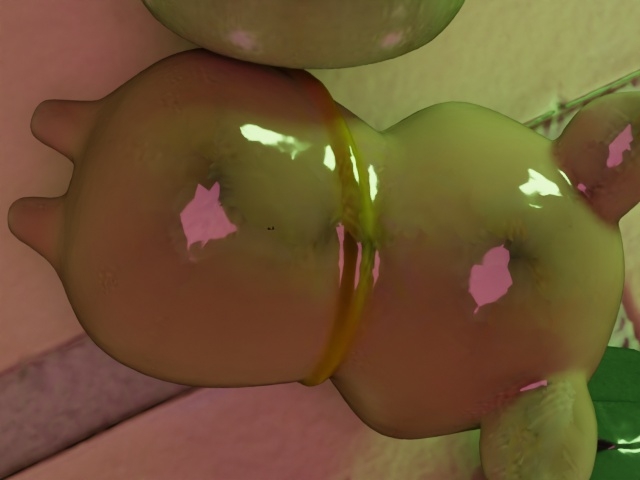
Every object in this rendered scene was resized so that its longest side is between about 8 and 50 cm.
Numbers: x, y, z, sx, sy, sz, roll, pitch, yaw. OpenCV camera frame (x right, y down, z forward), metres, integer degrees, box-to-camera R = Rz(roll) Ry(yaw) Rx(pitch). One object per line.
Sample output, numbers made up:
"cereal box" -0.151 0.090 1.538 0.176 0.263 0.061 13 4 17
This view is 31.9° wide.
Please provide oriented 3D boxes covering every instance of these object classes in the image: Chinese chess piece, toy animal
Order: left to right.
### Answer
"Chinese chess piece" -0.007 -0.126 0.444 0.144 0.144 0.058 -4 130 -11
"toy animal" 0.001 -0.003 0.459 0.248 0.149 0.165 11 97 1

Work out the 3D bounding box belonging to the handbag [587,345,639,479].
"handbag" 0.217 0.132 0.454 0.260 0.247 0.079 6 109 -12
